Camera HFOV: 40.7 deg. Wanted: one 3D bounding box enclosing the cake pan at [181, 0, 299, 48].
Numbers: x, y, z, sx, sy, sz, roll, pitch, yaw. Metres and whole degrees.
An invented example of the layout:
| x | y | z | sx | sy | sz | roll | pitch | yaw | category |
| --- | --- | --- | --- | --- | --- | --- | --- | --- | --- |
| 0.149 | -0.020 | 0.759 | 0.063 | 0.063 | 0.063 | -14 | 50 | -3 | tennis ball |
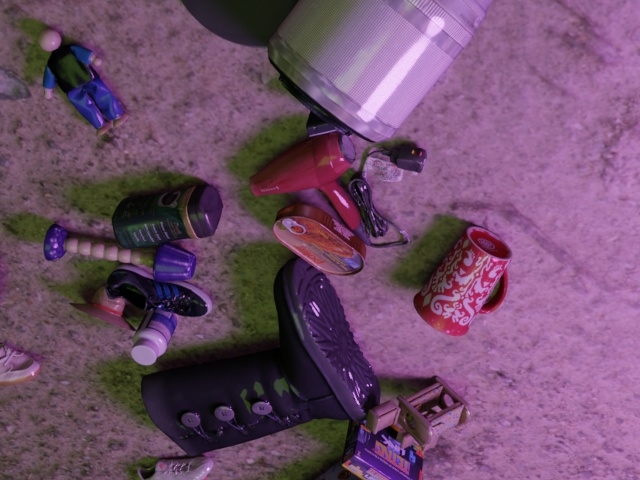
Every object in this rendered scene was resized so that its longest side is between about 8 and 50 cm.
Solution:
| x | y | z | sx | sy | sz | roll | pitch | yaw | category |
| --- | --- | --- | --- | --- | --- | --- | --- | --- | --- |
| -0.096 | -0.413 | 1.266 | 0.293 | 0.054 | 0.293 | 5 | 124 | 7 | cake pan |

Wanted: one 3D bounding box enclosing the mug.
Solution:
| x | y | z | sx | sy | sz | roll | pitch | yaw | category |
| --- | --- | --- | --- | --- | --- | --- | --- | --- | --- |
| 0.261 | 0.064 | 1.508 | 0.113 | 0.150 | 0.169 | 44 | 123 | 25 | mug |

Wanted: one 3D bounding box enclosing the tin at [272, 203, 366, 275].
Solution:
| x | y | z | sx | sy | sz | roll | pitch | yaw | category |
| --- | --- | --- | --- | --- | --- | --- | --- | --- | --- |
| 0.000 | 0.000 | 1.503 | 0.106 | 0.040 | 0.189 | -23 | 133 | 37 | tin |

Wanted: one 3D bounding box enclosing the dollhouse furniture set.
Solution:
| x | y | z | sx | sy | sz | roll | pitch | yaw | category |
| --- | --- | --- | --- | --- | --- | --- | --- | --- | --- |
| 0.179 | 0.379 | 1.656 | 0.101 | 0.182 | 0.161 | 41 | 135 | 37 | dollhouse furniture set |

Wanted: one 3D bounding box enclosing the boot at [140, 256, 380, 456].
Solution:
| x | y | z | sx | sy | sz | roll | pitch | yaw | category |
| --- | --- | --- | --- | --- | --- | --- | --- | --- | --- |
| -0.155 | 0.238 | 1.673 | 0.445 | 0.146 | 0.367 | -14 | 114 | 26 | boot |

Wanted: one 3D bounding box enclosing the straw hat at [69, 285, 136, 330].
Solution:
| x | y | z | sx | sy | sz | roll | pitch | yaw | category |
| --- | --- | --- | --- | --- | --- | --- | --- | --- | --- |
| -0.411 | 0.120 | 1.666 | 0.144 | 0.144 | 0.061 | 24 | 84 | -6 | straw hat |

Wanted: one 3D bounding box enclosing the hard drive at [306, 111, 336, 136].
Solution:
| x | y | z | sx | sy | sz | roll | pitch | yaw | category |
| --- | --- | --- | --- | --- | --- | --- | --- | --- | --- |
| 0.049 | -0.207 | 1.351 | 0.135 | 0.094 | 0.022 | -11 | 123 | 17 | hard drive |

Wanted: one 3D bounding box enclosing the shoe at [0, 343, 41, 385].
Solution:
| x | y | z | sx | sy | sz | roll | pitch | yaw | category |
| --- | --- | --- | --- | --- | --- | --- | --- | --- | --- |
| -0.693 | 0.252 | 1.802 | 0.219 | 0.076 | 0.058 | 6 | 129 | 8 | shoe |

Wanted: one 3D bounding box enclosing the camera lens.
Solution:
| x | y | z | sx | sy | sz | roll | pitch | yaw | category |
| --- | --- | --- | --- | --- | --- | --- | --- | --- | --- |
| 0.078 | -0.290 | 1.185 | 0.219 | 0.219 | 0.274 | 36 | 104 | -14 | camera lens |

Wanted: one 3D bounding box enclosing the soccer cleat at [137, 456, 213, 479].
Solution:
| x | y | z | sx | sy | sz | roll | pitch | yaw | category |
| --- | --- | --- | --- | --- | --- | --- | --- | --- | --- |
| -0.325 | 0.516 | 1.921 | 0.196 | 0.068 | 0.076 | -24 | 113 | 27 | soccer cleat |

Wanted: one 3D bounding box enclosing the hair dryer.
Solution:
| x | y | z | sx | sy | sz | roll | pitch | yaw | category |
| --- | --- | --- | --- | --- | --- | --- | --- | --- | --- |
| 0.023 | -0.079 | 1.451 | 0.293 | 0.080 | 0.224 | 13 | 125 | 2 | hair dryer |

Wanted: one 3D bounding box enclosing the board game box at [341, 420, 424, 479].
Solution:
| x | y | z | sx | sy | sz | roll | pitch | yaw | category |
| --- | --- | --- | --- | --- | --- | --- | --- | --- | --- |
| 0.129 | 0.432 | 1.736 | 0.170 | 0.141 | 0.048 | 36 | 122 | -15 | board game box |

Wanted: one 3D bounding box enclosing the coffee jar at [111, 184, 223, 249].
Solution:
| x | y | z | sx | sy | sz | roll | pitch | yaw | category |
| --- | --- | --- | --- | --- | --- | --- | --- | --- | --- |
| -0.266 | -0.042 | 1.518 | 0.184 | 0.096 | 0.079 | -8 | 124 | 16 | coffee jar |

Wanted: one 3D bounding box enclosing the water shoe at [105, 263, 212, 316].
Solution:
| x | y | z | sx | sy | sz | roll | pitch | yaw | category |
| --- | --- | --- | --- | --- | --- | --- | --- | --- | --- |
| -0.309 | 0.114 | 1.638 | 0.203 | 0.080 | 0.073 | 19 | 125 | -3 | water shoe |

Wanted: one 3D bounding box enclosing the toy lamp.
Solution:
| x | y | z | sx | sy | sz | roll | pitch | yaw | category |
| --- | --- | --- | --- | --- | --- | --- | --- | --- | --- |
| -0.368 | 0.027 | 1.592 | 0.274 | 0.080 | 0.080 | 8 | 124 | 4 | toy lamp |

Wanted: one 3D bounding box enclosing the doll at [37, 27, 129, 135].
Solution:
| x | y | z | sx | sy | sz | roll | pitch | yaw | category |
| --- | --- | --- | --- | --- | --- | --- | --- | --- | --- |
| -0.404 | -0.263 | 1.424 | 0.129 | 0.046 | 0.189 | -21 | 118 | 21 | doll |

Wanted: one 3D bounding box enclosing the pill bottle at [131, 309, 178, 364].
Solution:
| x | y | z | sx | sy | sz | roll | pitch | yaw | category |
| --- | --- | --- | --- | --- | --- | --- | --- | --- | --- |
| -0.322 | 0.183 | 1.662 | 0.067 | 0.120 | 0.067 | 5 | 124 | 7 | pill bottle |

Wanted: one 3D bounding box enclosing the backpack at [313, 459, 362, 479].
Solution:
| x | y | z | sx | sy | sz | roll | pitch | yaw | category |
| --- | --- | --- | --- | --- | --- | --- | --- | --- | --- |
| 0.079 | 0.591 | 1.823 | 0.276 | 0.213 | 0.263 | 35 | 112 | -10 | backpack |
